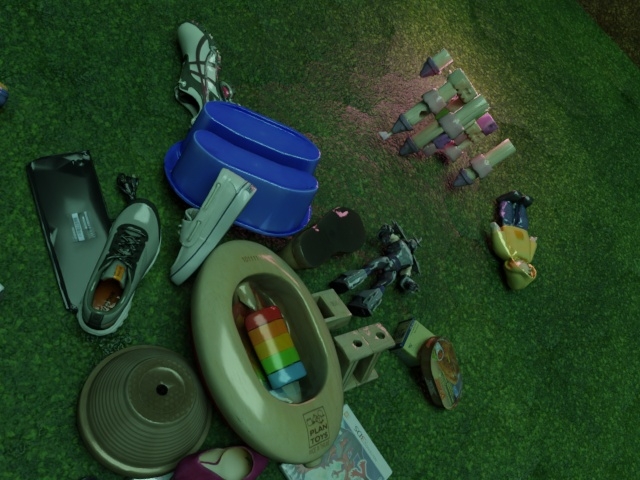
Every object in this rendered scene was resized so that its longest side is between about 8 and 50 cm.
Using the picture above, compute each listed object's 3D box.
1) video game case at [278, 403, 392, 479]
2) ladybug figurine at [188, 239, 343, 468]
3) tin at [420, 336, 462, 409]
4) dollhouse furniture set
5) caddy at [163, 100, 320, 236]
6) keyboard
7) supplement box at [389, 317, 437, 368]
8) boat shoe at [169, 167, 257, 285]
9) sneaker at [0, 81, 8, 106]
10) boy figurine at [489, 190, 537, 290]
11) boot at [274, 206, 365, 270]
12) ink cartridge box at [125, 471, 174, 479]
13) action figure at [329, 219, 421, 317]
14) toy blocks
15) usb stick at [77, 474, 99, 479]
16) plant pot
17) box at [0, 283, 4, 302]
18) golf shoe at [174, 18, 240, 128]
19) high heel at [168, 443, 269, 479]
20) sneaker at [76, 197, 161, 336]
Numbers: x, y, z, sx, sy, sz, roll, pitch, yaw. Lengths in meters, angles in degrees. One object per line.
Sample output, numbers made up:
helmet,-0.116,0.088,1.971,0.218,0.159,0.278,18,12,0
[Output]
video game case,0.036,0.478,1.187,0.201,0.023,0.183,-34,90,-34
ladybug figurine,-0.115,0.222,1.095,0.305,0.162,0.450,-5,68,-48
tin,0.286,0.313,1.342,0.106,0.040,0.190,-44,121,-44
dollhouse furniture set,0.050,0.216,1.259,0.128,0.129,0.184,-11,48,-33
caddy,-0.160,-0.141,1.226,0.341,0.179,0.241,21,42,-16
keyboard,-0.435,-0.031,1.114,0.201,0.033,0.317,-15,80,-28
supplement box,0.221,0.246,1.360,0.083,0.056,0.083,39,58,-12
boat shoe,-0.231,-0.025,1.106,0.088,0.267,0.096,38,27,-7
sneaker,-0.719,-0.240,1.006,0.296,0.111,0.131,-3,90,-29
boy figurine,0.555,0.000,1.626,0.177,0.092,0.285,22,59,-24
boot,0.000,0.000,1.309,0.305,0.115,0.112,-24,91,-54
ink cartridge box,-0.288,0.522,0.969,0.189,0.066,0.232,37,53,-13
action figure,0.161,0.068,1.368,0.285,0.099,0.185,-37,97,-32
toy blocks,0.324,-0.316,1.566,0.288,0.260,0.309,33,27,-48
usb stick,-0.468,0.480,0.887,0.278,0.045,0.077,-30,72,-34
plant pot,-0.293,0.280,0.993,0.237,0.110,0.238,18,49,-21
box,-0.684,0.041,0.910,0.290,0.087,0.169,45,56,-8
golf shoe,-0.282,-0.379,1.294,0.120,0.105,0.273,-21,82,-26
high heel,-0.160,0.395,1.019,0.244,0.117,0.082,9,42,-47
sneaker,-0.359,0.040,1.046,0.100,0.108,0.272,21,64,-15
